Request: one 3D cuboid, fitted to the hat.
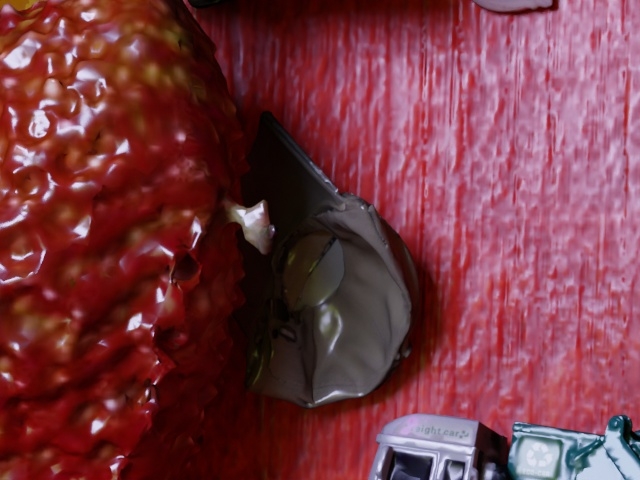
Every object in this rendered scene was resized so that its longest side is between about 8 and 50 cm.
[{"bbox_3d":[0.000,0.000,1.066,0.147,0.085,0.175,-53,46,30],"label":"hat"}]

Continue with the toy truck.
[{"bbox_3d":[0.131,0.154,0.981,0.216,0.110,0.116,6,76,23],"label":"toy truck"}]

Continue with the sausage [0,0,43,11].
[{"bbox_3d":[-0.162,-0.175,1.127,0.098,0.098,0.238,38,99,20],"label":"sausage"}]

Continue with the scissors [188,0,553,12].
[{"bbox_3d":[0.057,-0.200,1.075,0.318,0.024,0.160,-15,83,20],"label":"scissors"}]

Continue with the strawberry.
[{"bbox_3d":[-0.148,0.028,0.986,0.292,0.292,0.343,52,125,17],"label":"strawberry"}]
